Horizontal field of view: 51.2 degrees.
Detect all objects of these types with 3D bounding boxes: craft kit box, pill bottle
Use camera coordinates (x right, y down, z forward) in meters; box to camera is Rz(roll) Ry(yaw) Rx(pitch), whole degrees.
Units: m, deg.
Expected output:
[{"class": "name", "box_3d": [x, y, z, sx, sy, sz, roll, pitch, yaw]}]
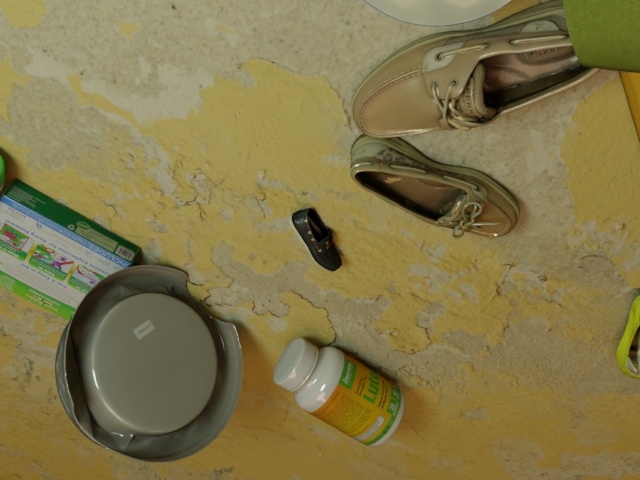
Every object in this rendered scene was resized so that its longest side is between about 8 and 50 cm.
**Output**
[{"class": "craft kit box", "box_3d": [-0.504, 0.036, 1.262, 0.250, 0.061, 0.246, 32, 127, -16]}, {"class": "pill bottle", "box_3d": [0.035, 0.295, 1.322, 0.246, 0.136, 0.136, 34, 129, -18]}]

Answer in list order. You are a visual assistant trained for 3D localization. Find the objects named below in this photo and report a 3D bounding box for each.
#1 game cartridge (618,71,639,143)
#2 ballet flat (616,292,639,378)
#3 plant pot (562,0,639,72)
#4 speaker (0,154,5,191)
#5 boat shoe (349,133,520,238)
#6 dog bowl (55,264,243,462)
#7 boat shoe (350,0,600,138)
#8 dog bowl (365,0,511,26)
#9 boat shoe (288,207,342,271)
[{"class": "game cartridge", "box_3d": [0.508, -0.254, 0.803, 0.285, 0.052, 0.323, -18, 126, 25]}, {"class": "ballet flat", "box_3d": [0.563, 0.186, 1.159, 0.077, 0.077, 0.231, -2, 130, 12]}, {"class": "plant pot", "box_3d": [0.395, -0.271, 0.640, 0.294, 0.274, 0.274, -6, 130, 32]}, {"class": "speaker", "box_3d": [-0.647, -0.047, 1.166, 0.131, 0.131, 0.296, 31, 129, -16]}, {"class": "boat shoe", "box_3d": [0.171, -0.064, 1.011, 0.285, 0.089, 0.104, 22, 131, -8]}, {"class": "dog bowl", "box_3d": [-0.310, 0.223, 1.208, 0.349, 0.348, 0.102, 42, 138, -23]}, {"class": "boat shoe", "box_3d": [0.189, -0.206, 0.869, 0.341, 0.110, 0.121, -19, 124, 25]}, {"class": "dog bowl", "box_3d": [0.135, -0.379, 0.733, 0.265, 0.104, 0.264, 6, 132, 7]}, {"class": "boat shoe", "box_3d": [-0.001, 0.001, 1.131, 0.042, 0.049, 0.133, -17, 121, 34]}]
